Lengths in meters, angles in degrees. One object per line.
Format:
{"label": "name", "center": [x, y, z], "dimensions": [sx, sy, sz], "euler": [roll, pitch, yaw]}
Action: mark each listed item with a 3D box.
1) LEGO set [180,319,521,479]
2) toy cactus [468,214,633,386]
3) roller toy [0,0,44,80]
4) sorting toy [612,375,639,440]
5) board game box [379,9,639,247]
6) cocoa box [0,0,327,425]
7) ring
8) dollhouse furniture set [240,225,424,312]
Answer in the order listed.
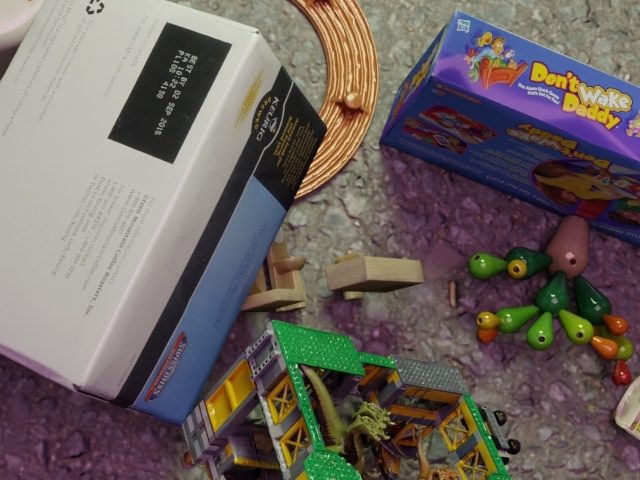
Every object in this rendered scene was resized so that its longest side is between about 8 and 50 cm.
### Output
{"label": "LEGO set", "center": [0.021, 0.230, 1.144], "dimensions": [0.331, 0.192, 0.255], "euler": [9, 42, -43]}
{"label": "toy cactus", "center": [0.264, 0.056, 1.344], "dimensions": [0.219, 0.112, 0.180], "euler": [25, 56, -2]}
{"label": "roller toy", "center": [-0.352, -0.268, 1.259], "dimensions": [0.191, 0.146, 0.209], "euler": [-8, 81, -12]}
{"label": "sorting toy", "center": [0.376, 0.197, 1.354], "dimensions": [0.075, 0.045, 0.083], "euler": [39, 74, -8]}
{"label": "board game box", "center": [0.258, -0.106, 1.294], "dimensions": [0.347, 0.233, 0.078], "euler": [22, 76, -6]}
{"label": "cocoa box", "center": [-0.186, -0.034, 1.148], "dimensions": [0.232, 0.228, 0.347], "euler": [22, 81, 22]}
{"label": "ring", "center": [-0.097, -0.197, 1.352], "dimensions": [0.337, 0.032, 0.336], "euler": [2, 77, -10]}
{"label": "dollhouse furniture set", "center": [0.000, 0.000, 1.266], "dimensions": [0.151, 0.144, 0.123], "euler": [-17, 78, 32]}
